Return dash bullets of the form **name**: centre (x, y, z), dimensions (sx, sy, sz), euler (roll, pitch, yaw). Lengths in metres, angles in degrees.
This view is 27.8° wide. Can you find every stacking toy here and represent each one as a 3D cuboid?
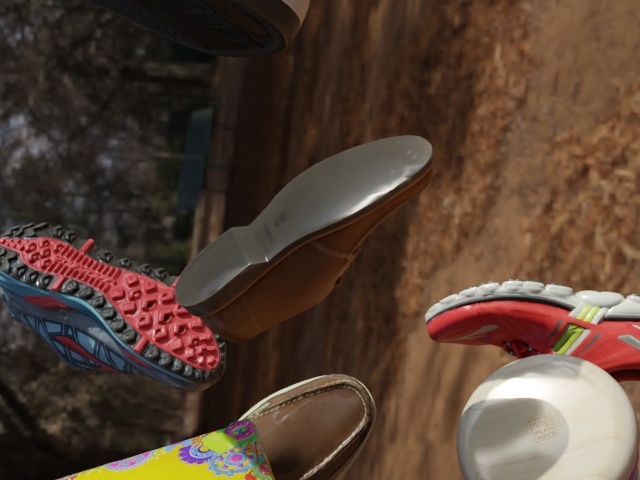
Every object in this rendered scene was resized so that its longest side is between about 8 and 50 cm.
- **stacking toy**: centre (0.221, 0.229, 1.107), dimensions (0.330, 0.141, 0.141), euler (58, -150, -52)

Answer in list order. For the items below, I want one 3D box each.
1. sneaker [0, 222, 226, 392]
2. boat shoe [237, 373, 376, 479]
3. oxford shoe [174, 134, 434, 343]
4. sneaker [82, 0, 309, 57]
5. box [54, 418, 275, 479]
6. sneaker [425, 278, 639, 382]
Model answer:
- **sneaker**: centre (-0.208, 0.081, 1.292), dimensions (0.104, 0.262, 0.125), euler (-50, -18, -39)
- **boat shoe**: centre (-0.062, 0.196, 1.058), dimensions (0.095, 0.257, 0.095), euler (53, 170, 9)
- **oxford shoe**: centre (0.000, 0.000, 0.933), dimensions (0.076, 0.212, 0.076), euler (48, -165, -33)
- **sneaker**: centre (-0.078, -0.199, 0.622), dimensions (0.295, 0.124, 0.178), euler (27, 88, 45)
- **box**: centre (-0.131, 0.302, 0.766), dimensions (0.177, 0.290, 0.279), euler (-121, 16, -63)
- **sneaker**: centre (0.241, 0.109, 1.297), dimensions (0.107, 0.279, 0.118), euler (63, -147, -72)
